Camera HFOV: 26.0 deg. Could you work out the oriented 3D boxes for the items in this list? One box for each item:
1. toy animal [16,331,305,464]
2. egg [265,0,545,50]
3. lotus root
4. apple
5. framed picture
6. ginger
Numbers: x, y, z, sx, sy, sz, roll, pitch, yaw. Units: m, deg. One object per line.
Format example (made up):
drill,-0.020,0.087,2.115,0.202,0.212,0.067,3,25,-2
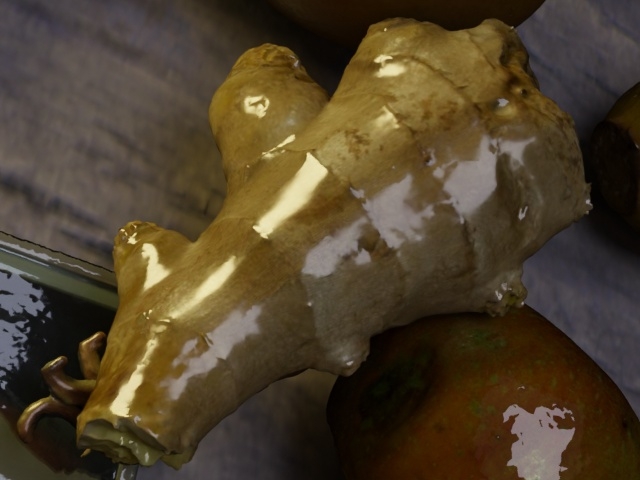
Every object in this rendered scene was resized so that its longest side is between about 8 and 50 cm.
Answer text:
toy animal,-0.094,0.086,0.935,0.241,0.057,0.099,-32,93,-35
egg,0.036,-0.295,1.004,0.351,0.282,0.282,45,58,0
lotus root,0.360,-0.069,1.207,0.291,0.193,0.193,-6,80,-34
apple,0.108,0.159,0.956,0.207,0.237,0.237,-37,97,-14
framed picture,-0.232,0.081,0.897,0.265,0.018,0.192,21,65,-24
ginger,-0.012,-0.022,0.882,0.376,0.166,0.236,-23,87,-27
